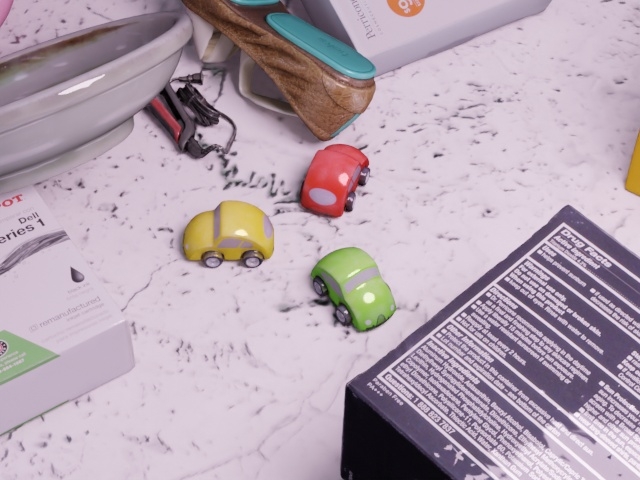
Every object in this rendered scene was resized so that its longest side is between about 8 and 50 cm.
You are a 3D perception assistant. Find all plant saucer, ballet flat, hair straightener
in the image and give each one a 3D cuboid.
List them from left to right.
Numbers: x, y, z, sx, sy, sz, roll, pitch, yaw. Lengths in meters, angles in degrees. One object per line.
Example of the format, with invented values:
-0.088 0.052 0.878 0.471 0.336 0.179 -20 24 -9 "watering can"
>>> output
-0.310 -0.128 1.416 0.401 0.100 0.400 -18 18 6 "plant saucer"
-0.164 -0.176 1.559 0.089 0.047 0.230 -29 57 -22 "hair straightener"
-0.075 -0.232 1.562 0.342 0.124 0.116 43 32 24 "ballet flat"

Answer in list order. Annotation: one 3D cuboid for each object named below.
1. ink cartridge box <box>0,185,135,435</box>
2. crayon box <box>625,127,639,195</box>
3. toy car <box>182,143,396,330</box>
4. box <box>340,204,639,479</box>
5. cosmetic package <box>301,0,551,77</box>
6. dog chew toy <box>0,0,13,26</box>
-0.307 0.062 1.336 0.160 0.092 0.219 -27 57 -22 "ink cartridge box"
0.430 -0.173 1.468 0.083 0.203 0.323 27 56 20 "crayon box"
0.000 0.000 1.417 0.239 0.053 0.225 -29 57 -22 "toy car"
0.224 0.177 1.196 0.294 0.182 0.296 -37 62 -25 "box"
0.079 -0.405 1.633 0.284 0.097 0.377 -25 78 -15 "cosmetic package"
-0.460 -0.364 1.619 0.207 0.206 0.331 -2 43 -3 "dog chew toy"
